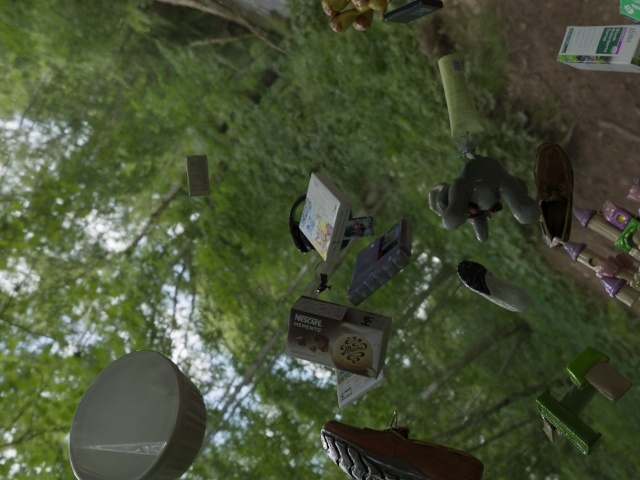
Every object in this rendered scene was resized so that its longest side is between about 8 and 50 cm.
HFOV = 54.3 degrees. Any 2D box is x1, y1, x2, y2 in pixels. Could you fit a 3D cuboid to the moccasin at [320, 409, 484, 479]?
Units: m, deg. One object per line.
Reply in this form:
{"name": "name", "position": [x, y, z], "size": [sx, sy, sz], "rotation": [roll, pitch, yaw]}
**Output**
{"name": "moccasin", "position": [0.176, 0.481, 1.416], "size": [0.380, 0.139, 0.147], "rotation": [4, -147, 32]}

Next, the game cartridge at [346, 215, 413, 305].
{"name": "game cartridge", "position": [0.194, 0.052, 1.995], "size": [0.068, 0.230, 0.355], "rotation": [42, -159, -7]}

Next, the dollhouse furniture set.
{"name": "dollhouse furniture set", "position": [0.660, 0.419, 1.532], "size": [0.151, 0.197, 0.301], "rotation": [43, 171, 36]}

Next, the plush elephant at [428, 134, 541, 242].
{"name": "plush elephant", "position": [0.476, -0.119, 1.898], "size": [0.255, 0.271, 0.330], "rotation": [74, -174, -56]}

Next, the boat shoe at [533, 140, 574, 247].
{"name": "boat shoe", "position": [0.680, -0.133, 1.800], "size": [0.110, 0.307, 0.104], "rotation": [-8, -174, 20]}

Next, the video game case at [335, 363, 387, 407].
{"name": "video game case", "position": [0.133, 0.433, 2.136], "size": [0.026, 0.227, 0.206], "rotation": [26, -143, -29]}

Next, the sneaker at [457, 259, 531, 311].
{"name": "sneaker", "position": [0.511, 0.140, 1.860], "size": [0.237, 0.085, 0.086], "rotation": [31, 170, 16]}

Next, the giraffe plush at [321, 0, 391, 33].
{"name": "giraffe plush", "position": [0.124, -0.662, 1.691], "size": [0.181, 0.210, 0.170], "rotation": [66, 170, -24]}

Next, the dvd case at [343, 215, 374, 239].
{"name": "dvd case", "position": [0.125, -0.044, 2.179], "size": [0.119, 0.087, 0.013], "rotation": [-8, -139, -1]}

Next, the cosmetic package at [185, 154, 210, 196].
{"name": "cosmetic package", "position": [-0.343, -0.182, 1.751], "size": [0.060, 0.115, 0.041], "rotation": [-4, -167, -12]}

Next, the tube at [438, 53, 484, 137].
{"name": "tube", "position": [0.392, -0.411, 1.781], "size": [0.062, 0.070, 0.240], "rotation": [1, -109, -42]}

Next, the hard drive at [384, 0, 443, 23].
{"name": "hard drive", "position": [0.255, -0.631, 1.717], "size": [0.094, 0.022, 0.135], "rotation": [-11, -177, -42]}

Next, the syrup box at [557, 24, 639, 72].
{"name": "syrup box", "position": [0.724, -0.480, 1.564], "size": [0.096, 0.093, 0.237], "rotation": [10, -168, -27]}

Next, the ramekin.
{"name": "ramekin", "position": [-0.347, 0.365, 1.226], "size": [0.273, 0.273, 0.127], "rotation": [42, 175, 41]}

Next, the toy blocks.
{"name": "toy blocks", "position": [0.745, -0.027, 1.549], "size": [0.260, 0.289, 0.309], "rotation": [39, -150, 29]}

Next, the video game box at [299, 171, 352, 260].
{"name": "video game box", "position": [0.011, -0.071, 1.805], "size": [0.048, 0.187, 0.205], "rotation": [2, -151, -28]}

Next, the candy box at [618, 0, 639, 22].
{"name": "candy box", "position": [0.626, -0.553, 1.022], "size": [0.317, 0.268, 0.122], "rotation": [51, -175, -45]}

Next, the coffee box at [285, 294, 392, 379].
{"name": "coffee box", "position": [0.054, 0.293, 1.913], "size": [0.297, 0.168, 0.119], "rotation": [13, -161, 15]}

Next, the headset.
{"name": "headset", "position": [0.000, 0.000, 2.380], "size": [0.243, 0.394, 0.185], "rotation": [2, -150, 10]}
